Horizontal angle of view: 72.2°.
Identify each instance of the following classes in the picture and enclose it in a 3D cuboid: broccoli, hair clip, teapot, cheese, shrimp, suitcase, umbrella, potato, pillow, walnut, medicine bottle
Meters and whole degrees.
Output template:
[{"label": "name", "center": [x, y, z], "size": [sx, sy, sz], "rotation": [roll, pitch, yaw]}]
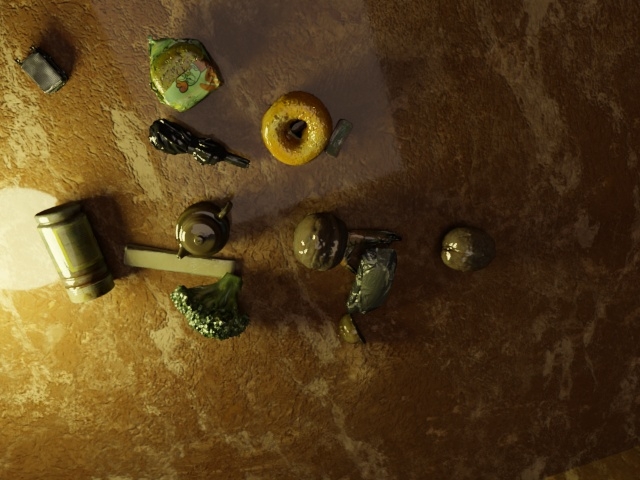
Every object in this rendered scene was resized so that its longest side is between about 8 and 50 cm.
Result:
[{"label": "broccoli", "center": [-0.392, 0.232, 1.631], "size": [0.248, 0.245, 0.288], "rotation": [16, 150, 24]}, {"label": "hair clip", "center": [0.065, -0.361, 1.556], "size": [0.054, 0.022, 0.137], "rotation": [24, 105, -16]}, {"label": "teapot", "center": [-0.404, -0.036, 1.533], "size": [0.267, 0.175, 0.185], "rotation": [-44, 112, 9]}, {"label": "cheese", "center": [-0.522, 0.082, 1.636], "size": [0.400, 0.034, 0.085], "rotation": [9, 113, -11]}, {"label": "shrimp", "center": [0.189, 0.046, 1.716], "size": [0.262, 0.051, 0.198], "rotation": [-3, 118, -4]}, {"label": "suitcase", "center": [-0.852, -0.521, 1.350], "size": [0.086, 0.059, 0.126], "rotation": [-35, 111, 8]}, {"label": "umbrella", "center": [-0.402, -0.312, 1.477], "size": [0.340, 0.118, 0.118], "rotation": [16, 107, -19]}, {"label": "potato", "center": [0.122, 0.393, 1.808], "size": [0.089, 0.100, 0.172], "rotation": [-23, 115, 6]}, {"label": "pillow", "center": [0.197, 0.167, 1.714], "size": [0.161, 0.092, 0.335], "rotation": [7, 123, -10]}, {"label": "walnut", "center": [0.581, 0.034, 1.703], "size": [0.230, 0.178, 0.178], "rotation": [8, 109, -17]}, {"label": "medicine bottle", "center": [-0.843, 0.041, 1.511], "size": [0.151, 0.151, 0.322], "rotation": [-13, 111, -3]}, {"label": "walnut", "center": [0.000, 0.000, 1.592], "size": [0.224, 0.224, 0.224], "rotation": [-3, 111, -7]}]

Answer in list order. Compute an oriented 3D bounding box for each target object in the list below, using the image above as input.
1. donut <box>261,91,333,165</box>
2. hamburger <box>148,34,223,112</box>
[{"label": "donut", "center": [-0.080, -0.373, 1.491], "size": [0.253, 0.118, 0.253], "rotation": [1, 122, 2]}, {"label": "hamburger", "center": [-0.440, -0.533, 1.365], "size": [0.214, 0.125, 0.235], "rotation": [-32, 126, -6]}]
